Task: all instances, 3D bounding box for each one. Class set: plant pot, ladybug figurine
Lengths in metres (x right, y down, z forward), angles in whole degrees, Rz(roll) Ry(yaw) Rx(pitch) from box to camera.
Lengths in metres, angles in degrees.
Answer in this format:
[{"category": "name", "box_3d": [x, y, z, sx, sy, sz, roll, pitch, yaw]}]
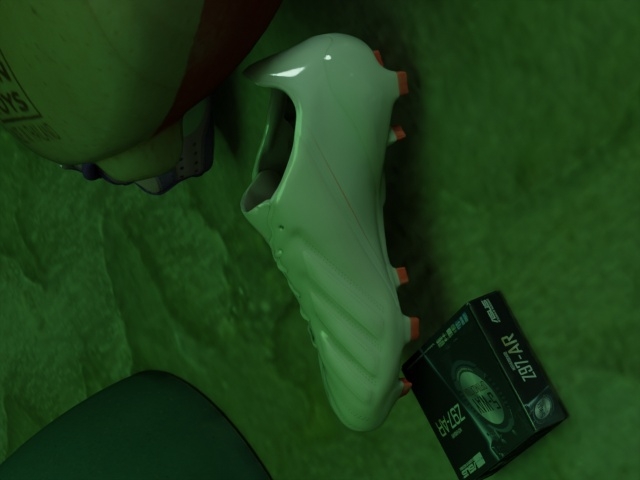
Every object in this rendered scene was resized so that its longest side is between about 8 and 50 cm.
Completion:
[{"category": "plant pot", "box_3d": [-0.144, 0.250, 1.210, 0.290, 0.195, 0.290, 38, 139, 43]}, {"category": "ladybug figurine", "box_3d": [-0.111, -0.250, 0.843, 0.305, 0.162, 0.449, 3, 106, 62]}]

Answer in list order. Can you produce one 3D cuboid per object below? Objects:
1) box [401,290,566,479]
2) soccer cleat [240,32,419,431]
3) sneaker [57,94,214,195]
[{"category": "box", "box_3d": [0.074, 0.070, 0.897, 0.067, 0.018, 0.083, 63, 151, 14]}, {"category": "soccer cleat", "box_3d": [0.000, 0.000, 0.902, 0.068, 0.076, 0.196, -140, 43, -60]}, {"category": "sneaker", "box_3d": [-0.132, -0.084, 1.086, 0.236, 0.095, 0.105, 22, 134, 53]}]
